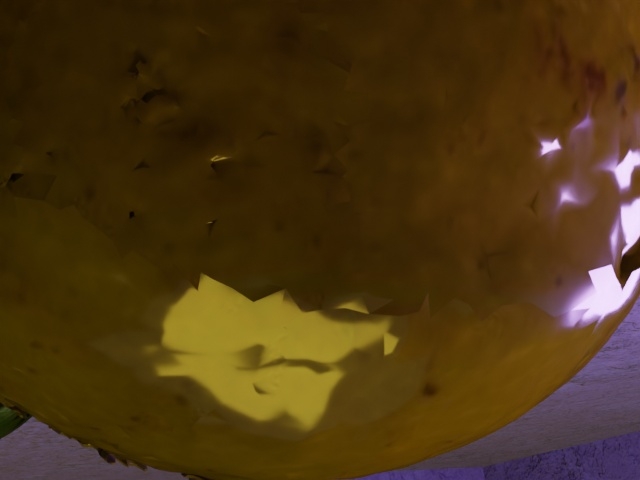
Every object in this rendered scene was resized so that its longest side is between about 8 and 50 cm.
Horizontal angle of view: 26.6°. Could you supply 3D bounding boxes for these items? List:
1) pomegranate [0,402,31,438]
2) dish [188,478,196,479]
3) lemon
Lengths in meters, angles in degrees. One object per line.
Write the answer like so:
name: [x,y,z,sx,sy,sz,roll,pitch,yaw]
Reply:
pomegranate: [-0.248,0.044,0.741,0.211,0.263,0.211,33,162,12]
dish: [0.000,0.000,0.767,0.316,0.106,0.316,-48,173,-7]
lemon: [-0.007,-0.041,0.483,0.310,0.257,0.258,3,162,-26]
